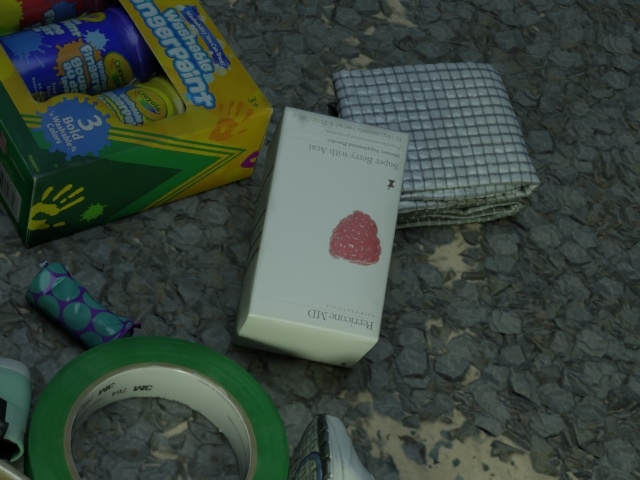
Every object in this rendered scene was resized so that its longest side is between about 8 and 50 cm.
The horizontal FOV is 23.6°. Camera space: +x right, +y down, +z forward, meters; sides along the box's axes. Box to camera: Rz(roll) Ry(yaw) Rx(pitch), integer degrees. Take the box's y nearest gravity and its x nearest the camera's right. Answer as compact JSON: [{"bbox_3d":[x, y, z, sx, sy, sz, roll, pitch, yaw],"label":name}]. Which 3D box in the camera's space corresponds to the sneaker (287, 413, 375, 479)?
[{"bbox_3d":[0.042,0.354,1.907,0.129,0.111,0.297,7,54,-32],"label":"sneaker"}]

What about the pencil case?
[{"bbox_3d":[-0.314,0.091,2.009,0.152,0.064,0.070,38,66,13],"label":"pencil case"}]

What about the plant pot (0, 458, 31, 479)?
[{"bbox_3d":[-0.423,0.420,1.562,0.334,0.305,0.334,8,52,-10],"label":"plant pot"}]

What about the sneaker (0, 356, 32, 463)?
[{"bbox_3d":[-0.474,0.205,1.840,0.256,0.094,0.151,5,41,-16],"label":"sneaker"}]

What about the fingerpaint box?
[{"bbox_3d":[-0.343,-0.252,2.203,0.371,0.163,0.445,-19,61,-28],"label":"fingerpaint box"}]

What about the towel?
[{"bbox_3d":[0.159,-0.137,2.298,0.284,0.121,0.235,-7,63,-16],"label":"towel"}]

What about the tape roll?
[{"bbox_3d":[-0.203,0.270,1.897,0.321,0.077,0.321,8,52,-10],"label":"tape roll"}]

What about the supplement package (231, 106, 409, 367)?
[{"bbox_3d":[0.000,0.000,2.048,0.177,0.175,0.293,12,72,-7],"label":"supplement package"}]
